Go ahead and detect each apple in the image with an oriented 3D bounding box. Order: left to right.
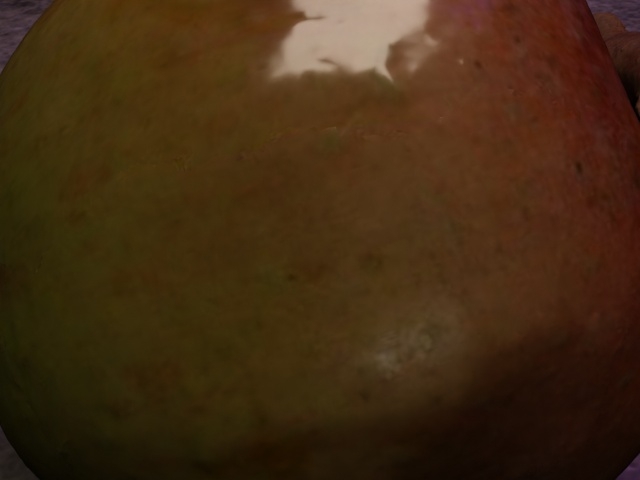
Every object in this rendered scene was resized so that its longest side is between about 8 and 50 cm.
[{"bbox_3d":[0.000,0.000,0.596,0.305,0.338,0.338,-21,31,9],"label":"apple"}]

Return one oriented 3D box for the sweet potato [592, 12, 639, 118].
[{"bbox_3d":[0.280,-0.096,0.906,0.109,0.109,0.385,-14,33,-16],"label":"sweet potato"}]
